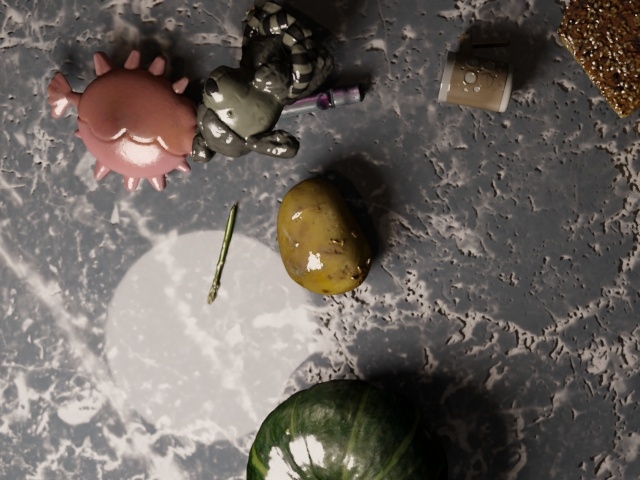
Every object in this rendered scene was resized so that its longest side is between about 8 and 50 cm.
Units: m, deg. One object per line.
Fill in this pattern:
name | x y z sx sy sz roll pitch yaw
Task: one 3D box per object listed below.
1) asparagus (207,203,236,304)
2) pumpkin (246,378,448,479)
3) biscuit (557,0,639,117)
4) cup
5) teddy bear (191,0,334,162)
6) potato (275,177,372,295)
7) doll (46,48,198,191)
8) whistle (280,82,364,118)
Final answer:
asparagus | -0.152 0.022 1.447 0.016 0.013 0.166 6 106 -35
pumpkin | 0.039 0.342 1.379 0.300 0.207 0.300 5 115 10
biscuit | 0.401 -0.299 1.293 0.131 0.026 0.237 -37 93 12
cup | 0.224 -0.232 1.321 0.099 0.102 0.074 13 140 6
teddy bear | -0.080 -0.204 1.290 0.171 0.144 0.251 27 83 27
potato | 0.000 0.000 1.362 0.137 0.137 0.176 -33 92 13
doll | -0.284 -0.179 1.392 0.262 0.093 0.211 16 105 6
whistle | -0.023 -0.202 1.375 0.176 0.033 0.033 -10 98 11
